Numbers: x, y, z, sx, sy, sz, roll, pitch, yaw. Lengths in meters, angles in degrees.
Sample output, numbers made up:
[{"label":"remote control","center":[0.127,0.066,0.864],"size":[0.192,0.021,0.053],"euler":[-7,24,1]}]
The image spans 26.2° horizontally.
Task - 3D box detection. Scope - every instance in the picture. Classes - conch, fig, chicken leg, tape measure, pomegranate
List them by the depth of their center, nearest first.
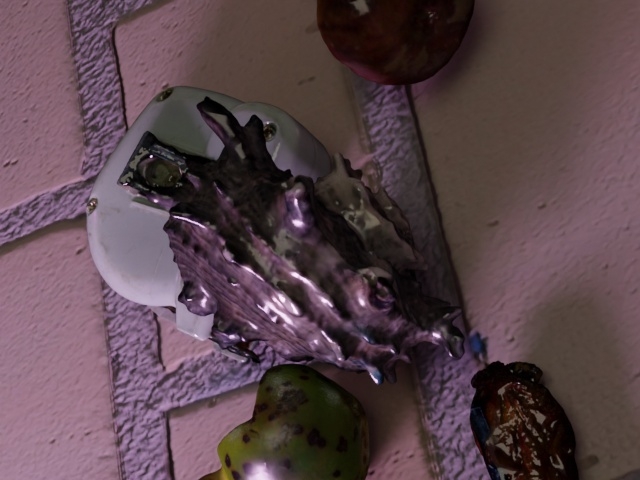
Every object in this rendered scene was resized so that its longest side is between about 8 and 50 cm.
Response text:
[{"label":"chicken leg","center":[0.206,0.205,1.163],"size":[0.106,0.051,0.253],"euler":[-42,59,-1]},{"label":"pomegranate","center":[-0.027,0.200,1.226],"size":[0.169,0.143,0.122],"euler":[-46,56,-8]},{"label":"conch","center":[-0.001,0.001,1.233],"size":[0.313,0.240,0.186],"euler":[29,123,-2]},{"label":"tape measure","center":[-0.122,-0.029,1.385],"size":[0.246,0.125,0.243],"euler":[19,78,31]},{"label":"fig","center":[0.052,-0.257,1.388],"size":[0.160,0.143,0.230],"euler":[-19,48,-16]}]
